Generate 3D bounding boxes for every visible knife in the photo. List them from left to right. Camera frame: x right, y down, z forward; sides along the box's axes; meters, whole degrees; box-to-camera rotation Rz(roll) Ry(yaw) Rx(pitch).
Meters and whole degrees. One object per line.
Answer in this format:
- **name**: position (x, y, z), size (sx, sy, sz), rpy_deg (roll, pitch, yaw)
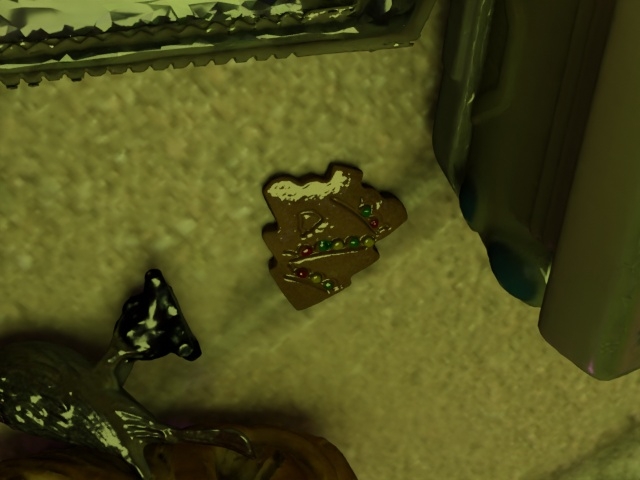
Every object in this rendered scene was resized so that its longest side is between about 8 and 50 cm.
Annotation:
- **knife**: position (-0.117, -0.106, 0.537), size (0.365, 0.043, 0.089), rpy_deg (-5, 124, -12)

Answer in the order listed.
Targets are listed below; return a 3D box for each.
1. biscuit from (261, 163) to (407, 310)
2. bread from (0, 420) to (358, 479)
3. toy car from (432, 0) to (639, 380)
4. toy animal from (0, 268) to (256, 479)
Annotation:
- **biscuit**: position (0.000, 0.000, 0.650), size (0.082, 0.016, 0.092), rpy_deg (12, 116, -22)
- **bread**: position (-0.080, 0.190, 0.639), size (0.236, 0.198, 0.120), rpy_deg (-6, 130, -13)
- **toy car**: position (0.239, -0.074, 0.537), size (0.336, 0.226, 0.242), rpy_deg (-1, 121, -12)
- **toy animal**: position (-0.138, 0.076, 0.630), size (0.202, 0.105, 0.070), rpy_deg (-4, 165, -4)
